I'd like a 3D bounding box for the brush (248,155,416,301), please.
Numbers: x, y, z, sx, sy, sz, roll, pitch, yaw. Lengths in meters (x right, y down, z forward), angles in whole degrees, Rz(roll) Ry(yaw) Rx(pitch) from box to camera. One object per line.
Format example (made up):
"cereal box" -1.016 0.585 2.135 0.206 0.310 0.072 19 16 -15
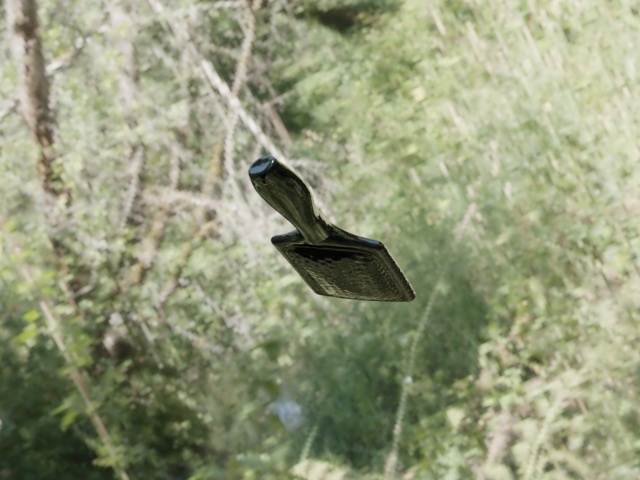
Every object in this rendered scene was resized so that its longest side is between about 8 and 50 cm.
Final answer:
"brush" 0.000 0.000 0.593 0.062 0.016 0.193 1 -22 18
